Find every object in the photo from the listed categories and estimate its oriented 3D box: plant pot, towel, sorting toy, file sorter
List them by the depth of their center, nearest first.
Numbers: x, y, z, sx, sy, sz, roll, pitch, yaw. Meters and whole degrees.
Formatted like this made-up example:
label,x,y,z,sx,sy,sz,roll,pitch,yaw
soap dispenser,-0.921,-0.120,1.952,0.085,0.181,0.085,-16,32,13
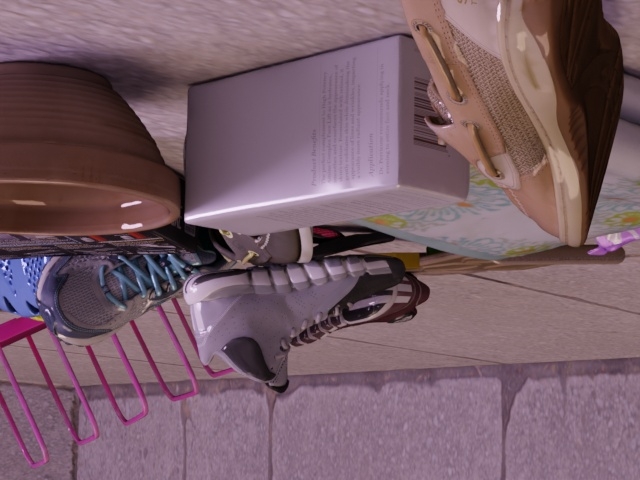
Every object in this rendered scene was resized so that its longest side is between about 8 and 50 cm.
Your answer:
label,x,y,z,sx,sy,sz,roll,pitch,yaw
plant pot,-0.228,-0.074,1.327,0.237,0.109,0.237,0,170,0
towel,0.176,-0.059,1.433,0.320,0.090,0.374,-10,166,43
sorting toy,0.181,0.014,2.016,0.307,0.041,0.229,0,177,-31
file sorter,-0.273,0.150,2.143,0.291,0.182,0.202,-25,179,-19

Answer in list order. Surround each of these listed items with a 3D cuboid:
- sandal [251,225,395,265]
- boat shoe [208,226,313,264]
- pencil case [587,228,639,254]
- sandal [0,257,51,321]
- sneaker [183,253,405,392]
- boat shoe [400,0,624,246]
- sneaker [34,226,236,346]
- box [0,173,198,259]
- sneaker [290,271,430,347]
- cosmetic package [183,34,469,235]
label,x,y,z,sx,sy,sz,roll,pitch,yaw
sandal,0.000,0.000,2.016,0.179,0.040,0.067,-13,178,-10
boat shoe,-0.059,-0.027,1.612,0.091,0.109,0.305,-3,175,-5
pencil case,0.355,-0.036,1.598,0.206,0.088,0.086,-5,177,34
sandal,-0.389,0.031,1.961,0.138,0.126,0.317,13,164,-36
sneaker,-0.021,0.086,1.710,0.229,0.132,0.086,-7,-178,-7
boat shoe,0.128,-0.102,1.089,0.110,0.121,0.341,10,157,19
sneaker,-0.186,0.022,1.819,0.283,0.110,0.122,-29,-178,-44
box,-0.303,-0.035,1.674,0.307,0.076,0.242,-2,170,14
sneaker,0.040,0.097,2.386,0.162,0.106,0.281,5,169,-44
cosmetic package,0.001,-0.076,1.289,0.231,0.117,0.085,-7,167,44
